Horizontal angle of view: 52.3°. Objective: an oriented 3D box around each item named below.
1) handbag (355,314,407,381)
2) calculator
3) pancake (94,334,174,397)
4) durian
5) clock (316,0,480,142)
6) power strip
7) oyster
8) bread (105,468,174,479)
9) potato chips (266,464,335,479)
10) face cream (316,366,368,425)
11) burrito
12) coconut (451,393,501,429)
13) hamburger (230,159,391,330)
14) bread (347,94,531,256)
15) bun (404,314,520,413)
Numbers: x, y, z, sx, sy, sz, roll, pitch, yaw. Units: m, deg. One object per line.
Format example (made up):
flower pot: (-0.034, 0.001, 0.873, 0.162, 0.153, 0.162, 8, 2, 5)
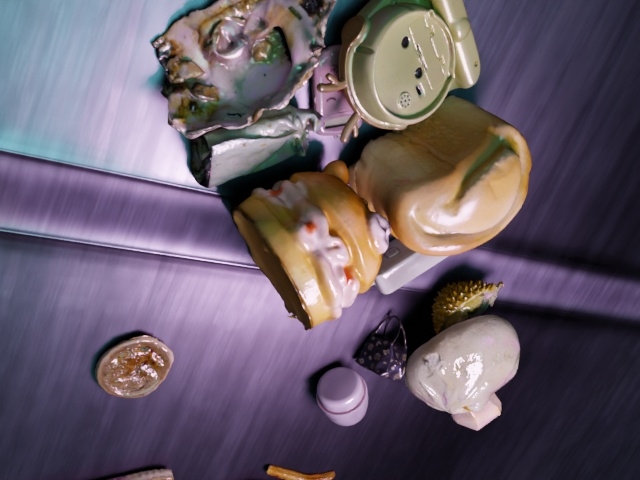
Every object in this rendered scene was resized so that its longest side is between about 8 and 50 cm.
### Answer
handbag: (0.148, 0.236, 1.476, 0.072, 0.115, 0.139, 15, 91, -31)
calculator: (0.031, -0.267, 1.183, 0.100, 0.032, 0.175, -14, 121, -21)
pancake: (-0.361, 0.246, 1.270, 0.151, 0.025, 0.152, -11, 121, -19)
durian: (0.338, 0.132, 1.500, 0.208, 0.102, 0.146, -26, 152, -16)
clock: (0.135, -0.305, 1.148, 0.308, 0.096, 0.235, -41, 128, -14)
power strip: (0.251, -0.009, 1.393, 0.385, 0.091, 0.062, -32, 123, -7)
oyster: (-0.107, -0.304, 1.063, 0.354, 0.107, 0.201, -33, 90, -1)
bread: (-0.443, 0.594, 1.320, 0.338, 0.187, 0.155, -8, 117, -24)
potato chips: (-0.050, 0.575, 1.598, 0.203, 0.026, 0.037, 20, 102, -32)
face cream: (0.051, 0.353, 1.474, 0.117, 0.117, 0.104, -28, 133, -10)
burrito: (-0.111, -0.171, 1.126, 0.228, 0.144, 0.089, -23, 79, -21)
coconut: (0.391, 0.427, 1.680, 0.122, 0.116, 0.116, -30, 125, -14)
hamburger: (0.000, 0.000, 1.176, 0.236, 0.276, 0.277, -32, 125, -15)
bread: (0.243, -0.105, 1.243, 0.315, 0.270, 0.211, -37, 140, -11)
bun: (0.334, 0.296, 1.470, 0.283, 0.179, 0.283, -22, 156, -11)
